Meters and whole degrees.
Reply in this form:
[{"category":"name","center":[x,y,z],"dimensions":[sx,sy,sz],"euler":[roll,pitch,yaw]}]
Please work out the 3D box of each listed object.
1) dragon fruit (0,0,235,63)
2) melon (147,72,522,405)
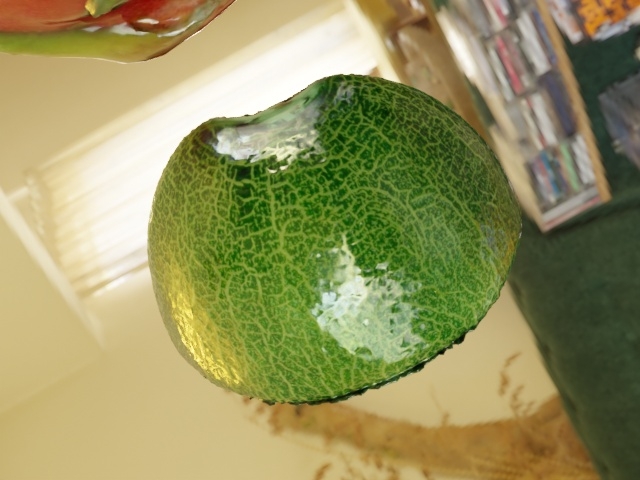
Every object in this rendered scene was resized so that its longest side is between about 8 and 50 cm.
[{"category":"dragon fruit","center":[-0.096,-0.148,0.337],"dimensions":[0.198,0.269,0.200],"euler":[86,176,-67]},{"category":"melon","center":[0.000,0.000,0.766],"dimensions":[0.129,0.265,0.169],"euler":[-104,-9,-54]}]
